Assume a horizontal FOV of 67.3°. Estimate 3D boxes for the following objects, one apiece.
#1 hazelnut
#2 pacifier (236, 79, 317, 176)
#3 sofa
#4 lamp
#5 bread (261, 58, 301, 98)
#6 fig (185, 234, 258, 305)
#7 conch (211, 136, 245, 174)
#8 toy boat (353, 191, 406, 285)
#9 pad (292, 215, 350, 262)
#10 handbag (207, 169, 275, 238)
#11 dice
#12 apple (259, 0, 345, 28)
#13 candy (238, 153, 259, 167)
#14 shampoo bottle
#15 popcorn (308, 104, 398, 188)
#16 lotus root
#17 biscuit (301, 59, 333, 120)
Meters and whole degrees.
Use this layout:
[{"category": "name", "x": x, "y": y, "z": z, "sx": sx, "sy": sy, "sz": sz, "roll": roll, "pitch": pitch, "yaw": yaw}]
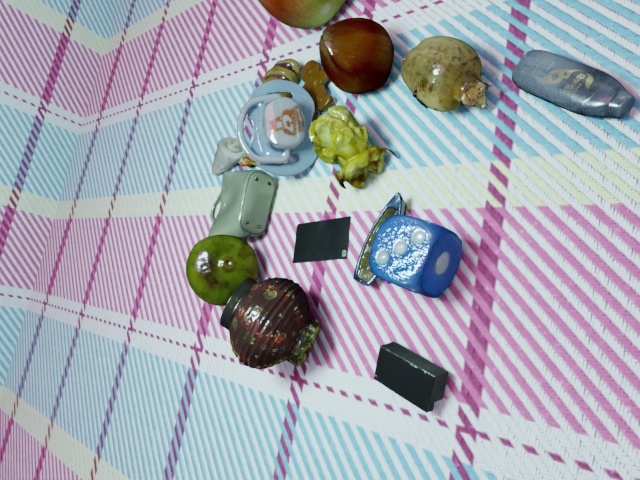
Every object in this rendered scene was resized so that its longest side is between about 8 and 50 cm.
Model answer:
[{"category": "hazelnut", "x": 0.082, "y": -0.482, "z": 1.243, "sx": 0.208, "sy": 0.208, "sz": 0.208, "roll": -16, "pitch": 65, "yaw": 37}, {"category": "pacifier", "x": -0.126, "y": -0.316, "z": 1.403, "sx": 0.207, "sy": 0.227, "sz": 0.279, "roll": 150, "pitch": 114, "yaw": -83}, {"category": "sofa", "x": 0.186, "y": 0.277, "z": 0.989, "sx": 0.147, "sy": 0.060, "sz": 0.085, "roll": 21, "pitch": 107, "yaw": 44}, {"category": "lamp", "x": -0.117, "y": 0.203, "z": 1.169, "sx": 0.247, "sy": 0.247, "sz": 0.247, "roll": -16, "pitch": 65, "yaw": 37}, {"category": "bread", "x": -0.144, "y": -0.465, "z": 1.523, "sx": 0.134, "sy": 0.081, "sz": 0.225, "roll": 7, "pitch": 80, "yaw": 44}, {"category": "fig", "x": -0.289, "y": 0.089, "z": 1.394, "sx": 0.225, "sy": 0.203, "sz": 0.203, "roll": 135, "pitch": 139, "yaw": -65}, {"category": "conch", "x": -0.312, "y": -0.287, "z": 1.628, "sx": 0.104, "sy": 0.094, "sz": 0.176, "roll": 64, "pitch": 146, "yaw": 21}, {"category": "toy boat", "x": 0.146, "y": -0.001, "z": 1.122, "sx": 0.080, "sy": 0.046, "sz": 0.228, "roll": 24, "pitch": 91, "yaw": 45}, {"category": "pad", "x": 0.000, "y": 0.000, "z": 1.282, "sx": 0.193, "sy": 0.004, "sz": 0.116, "roll": -7, "pitch": 70, "yaw": 41}, {"category": "handbag", "x": -0.284, "y": -0.112, "z": 1.510, "sx": 0.315, "sy": 0.109, "sz": 0.241, "roll": 2, "pitch": 76, "yaw": 46}, {"category": "dice", "x": 0.196, "y": 0.033, "z": 0.999, "sx": 0.146, "sy": 0.143, "sz": 0.146, "roll": 18, "pitch": 86, "yaw": 40}, {"category": "apple", "x": -0.060, "y": -0.804, "z": 1.435, "sx": 0.319, "sy": 0.277, "sz": 0.319, "roll": -15, "pitch": 67, "yaw": 39}, {"category": "candy", "x": -0.189, "y": -0.236, "z": 1.511, "sx": 0.185, "sy": 0.049, "sz": 0.055, "roll": 24, "pitch": 48, "yaw": 38}, {"category": "shampoo bottle", "x": 0.481, "y": -0.298, "z": 0.925, "sx": 0.087, "sy": 0.049, "sz": 0.233, "roll": -55, "pitch": 47, "yaw": 15}, {"category": "popcorn", "x": 0.068, "y": -0.240, "z": 1.200, "sx": 0.174, "sy": 0.168, "sz": 0.195, "roll": -26, "pitch": 63, "yaw": -11}, {"category": "lotus root", "x": 0.267, "y": -0.377, "z": 1.086, "sx": 0.154, "sy": 0.140, "sz": 0.257, "roll": -50, "pitch": 43, "yaw": 8}, {"category": "biscuit", "x": -0.016, "y": -0.455, "z": 1.438, "sx": 0.138, "sy": 0.031, "sz": 0.205, "roll": -33, "pitch": 57, "yaw": 37}]
